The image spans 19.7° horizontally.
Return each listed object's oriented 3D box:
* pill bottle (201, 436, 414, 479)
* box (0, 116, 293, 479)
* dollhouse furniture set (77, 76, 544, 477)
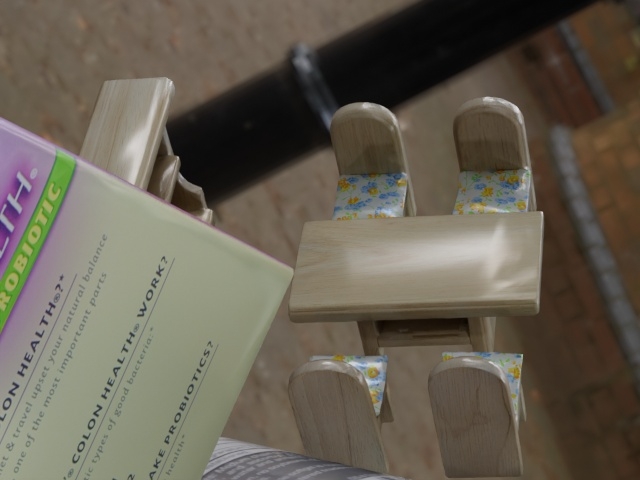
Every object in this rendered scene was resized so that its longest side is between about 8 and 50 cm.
[{"bbox_3d":[-0.036,0.181,0.835,0.176,0.319,0.176,-7,99,-45],"label":"pill bottle"},{"bbox_3d":[-0.140,0.063,0.599,0.117,0.213,0.243,23,-3,23],"label":"box"},{"bbox_3d":[0.000,0.000,1.031,0.212,0.242,0.161,-80,163,-44],"label":"dollhouse furniture set"}]
